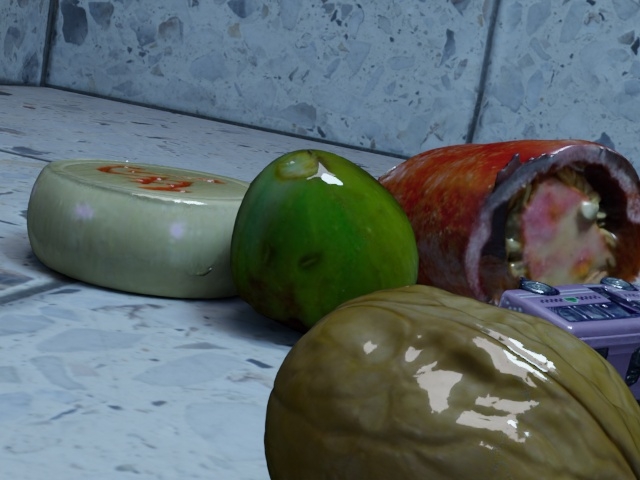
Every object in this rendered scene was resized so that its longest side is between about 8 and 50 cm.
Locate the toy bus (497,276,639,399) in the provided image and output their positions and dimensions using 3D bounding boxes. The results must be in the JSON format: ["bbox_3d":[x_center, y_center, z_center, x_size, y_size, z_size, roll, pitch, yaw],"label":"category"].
[{"bbox_3d":[0.247,0.093,0.947,0.198,0.096,0.108,0,18,-36],"label":"toy bus"}]

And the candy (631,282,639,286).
[{"bbox_3d":[0.389,0.093,1.114,0.292,0.059,0.086,8,48,-15],"label":"candy"}]

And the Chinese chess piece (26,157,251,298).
[{"bbox_3d":[-0.175,-0.018,1.132,0.273,0.102,0.273,10,11,-2],"label":"Chinese chess piece"}]

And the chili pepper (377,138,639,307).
[{"bbox_3d":[0.202,-0.006,1.232,0.251,0.229,0.305,-28,14,-24],"label":"chili pepper"}]

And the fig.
[{"bbox_3d":[0.000,0.000,0.995,0.181,0.191,0.181,-6,45,6],"label":"fig"}]

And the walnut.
[{"bbox_3d":[0.068,0.108,0.521,0.207,0.167,0.167,20,14,34],"label":"walnut"}]
